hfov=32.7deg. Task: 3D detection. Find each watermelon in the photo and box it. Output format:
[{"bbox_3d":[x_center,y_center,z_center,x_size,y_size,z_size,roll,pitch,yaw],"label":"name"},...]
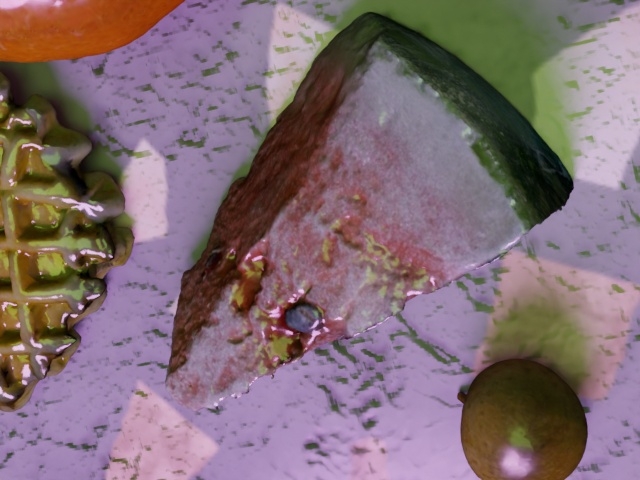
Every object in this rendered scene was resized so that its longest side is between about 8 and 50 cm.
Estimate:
[{"bbox_3d":[0.000,0.000,0.599,0.154,0.094,0.241,47,109,6],"label":"watermelon"}]

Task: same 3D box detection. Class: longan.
[{"bbox_3d":[0.107,0.102,0.606,0.083,0.075,0.075,17,110,50],"label":"longan"}]

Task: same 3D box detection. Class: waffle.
[{"bbox_3d":[-0.223,0.000,0.651,0.214,0.054,0.208,-44,95,14],"label":"waffle"}]

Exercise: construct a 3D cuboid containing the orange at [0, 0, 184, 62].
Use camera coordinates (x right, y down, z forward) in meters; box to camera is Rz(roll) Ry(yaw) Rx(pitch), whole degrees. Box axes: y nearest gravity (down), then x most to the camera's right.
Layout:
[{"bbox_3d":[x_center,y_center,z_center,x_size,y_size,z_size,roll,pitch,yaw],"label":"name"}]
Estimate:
[{"bbox_3d":[-0.140,-0.200,0.532,0.224,0.170,0.224,-3,105,-10],"label":"orange"}]
